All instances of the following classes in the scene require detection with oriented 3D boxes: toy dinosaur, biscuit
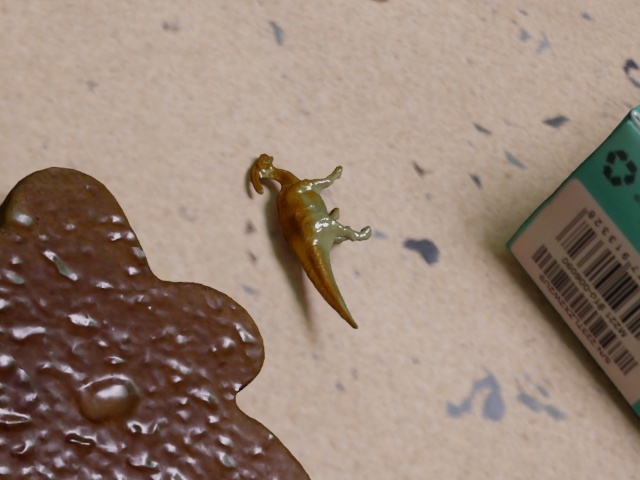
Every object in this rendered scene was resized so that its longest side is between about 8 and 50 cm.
[{"bbox_3d":[0.003,-0.002,0.792,0.041,0.026,0.113,-10,52,-30],"label":"toy dinosaur"},{"bbox_3d":[-0.083,0.078,0.665,0.180,0.039,0.236,-17,66,-42],"label":"biscuit"}]

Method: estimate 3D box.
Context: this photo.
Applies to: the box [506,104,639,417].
[{"bbox_3d":[0.269,0.002,0.894,0.311,0.118,0.205,-26,76,-42],"label":"box"}]
